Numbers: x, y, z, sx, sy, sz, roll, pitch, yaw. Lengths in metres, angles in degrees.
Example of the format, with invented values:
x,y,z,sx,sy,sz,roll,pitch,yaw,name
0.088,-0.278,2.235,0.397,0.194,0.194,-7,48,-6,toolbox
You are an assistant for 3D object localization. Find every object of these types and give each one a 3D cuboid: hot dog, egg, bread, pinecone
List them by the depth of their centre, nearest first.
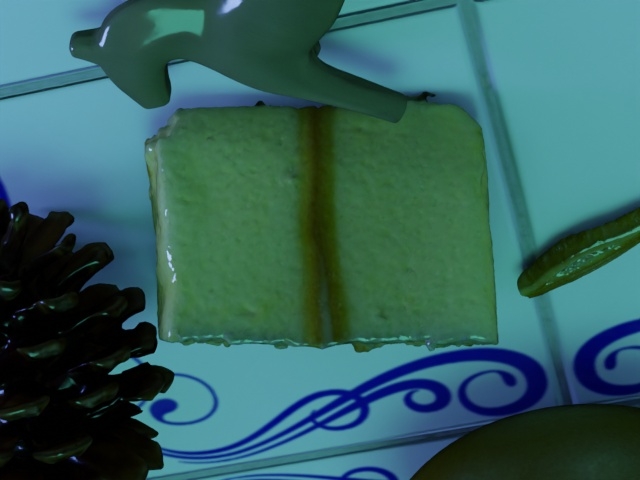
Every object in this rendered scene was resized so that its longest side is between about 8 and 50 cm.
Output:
x,y,z,sx,sy,sz,roll,pitch,yaw,name
-0.242,0.092,1.447,0.264,0.264,0.264,-1,137,-1,pinecone
0.000,0.000,1.466,0.263,0.198,0.236,0,170,1,bread
0.216,0.007,1.508,0.137,0.028,0.044,-30,156,30,hot dog
0.214,0.284,1.620,0.351,0.282,0.282,-23,134,7,egg

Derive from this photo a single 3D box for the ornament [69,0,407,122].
x,y,z,sx,sy,sz,roll,pitch,yaw,name
-0.034,-0.157,1.303,0.245,0.061,0.230,15,137,-18,ornament
